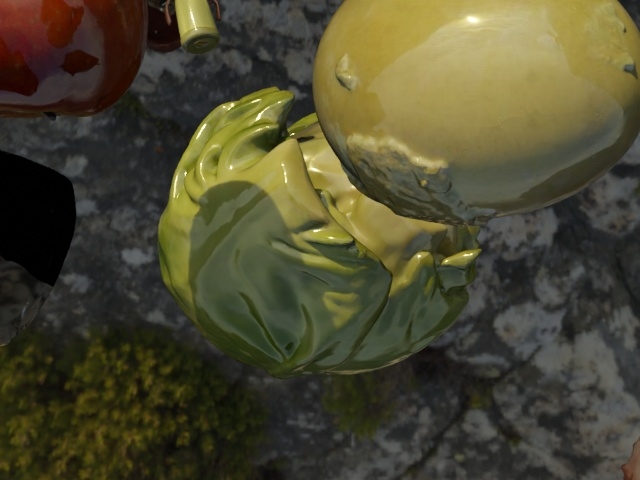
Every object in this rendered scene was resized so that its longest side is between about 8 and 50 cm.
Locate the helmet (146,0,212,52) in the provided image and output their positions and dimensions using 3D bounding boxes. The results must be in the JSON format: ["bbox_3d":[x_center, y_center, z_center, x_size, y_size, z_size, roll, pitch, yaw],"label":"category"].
[{"bbox_3d":[-0.357,-0.550,1.817,0.230,0.385,0.337,23,103,19],"label":"helmet"}]

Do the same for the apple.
[{"bbox_3d":[-0.255,-0.205,0.799,0.230,0.230,0.229,1,127,2],"label":"apple"}]

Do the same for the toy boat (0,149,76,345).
[{"bbox_3d":[-0.249,-0.003,0.625,0.092,0.299,0.134,19,86,3],"label":"toy boat"}]

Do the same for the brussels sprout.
[{"bbox_3d":[-0.008,0.018,1.240,0.425,0.342,0.361,12,130,-43],"label":"brussels sprout"}]

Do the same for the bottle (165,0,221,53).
[{"bbox_3d":[-0.150,-0.274,1.149,0.047,0.101,0.063,-29,158,38],"label":"bottle"}]

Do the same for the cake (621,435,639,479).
[{"bbox_3d":[0.398,0.273,0.727,0.270,0.270,0.319,4,96,-30],"label":"cake"}]

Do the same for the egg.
[{"bbox_3d":[0.086,-0.087,0.555,0.202,0.164,0.164,7,135,39],"label":"egg"}]
